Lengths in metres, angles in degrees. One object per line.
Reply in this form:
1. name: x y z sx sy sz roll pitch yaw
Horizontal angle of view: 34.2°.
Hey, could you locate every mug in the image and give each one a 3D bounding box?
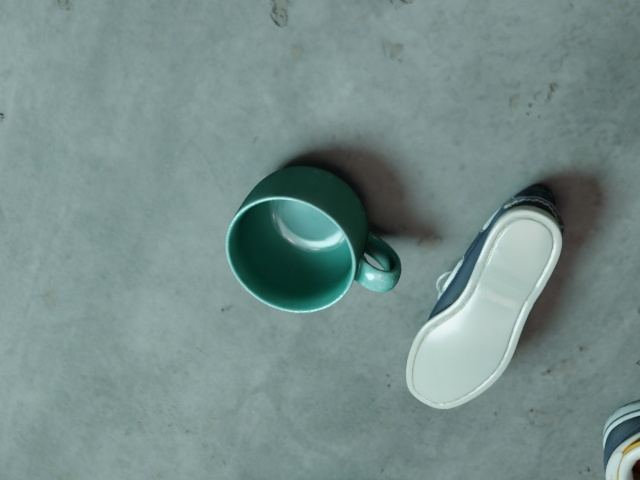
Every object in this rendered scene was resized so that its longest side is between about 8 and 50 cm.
1. mug: -0.009 0.001 1.032 0.129 0.097 0.158 -35 106 29

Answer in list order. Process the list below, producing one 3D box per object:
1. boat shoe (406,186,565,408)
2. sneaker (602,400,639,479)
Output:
1. boat shoe: 0.160 0.058 1.028 0.095 0.079 0.254 23 121 5
2. sneaker: 0.428 0.190 1.002 0.321 0.127 0.126 -30 106 27
